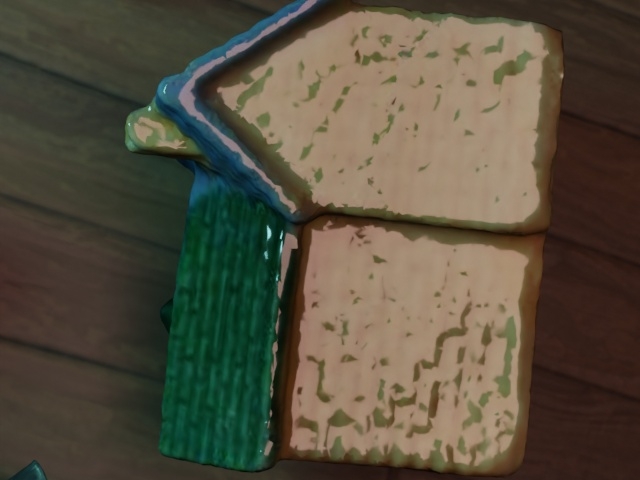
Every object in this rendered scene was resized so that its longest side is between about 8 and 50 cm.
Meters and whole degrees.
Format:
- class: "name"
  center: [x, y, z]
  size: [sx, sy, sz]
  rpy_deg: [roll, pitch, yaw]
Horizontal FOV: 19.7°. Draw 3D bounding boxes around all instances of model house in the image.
- class: "model house"
  center: [0.000, 0.000, 1.560]
  size: [0.343, 0.334, 0.382]
  rpy_deg: [4, 87, -7]

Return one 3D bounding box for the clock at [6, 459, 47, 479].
- class: "clock"
  center: [-0.156, 0.350, 1.415]
  size: [0.076, 0.386, 0.386]
  rpy_deg: [-30, 93, -11]
